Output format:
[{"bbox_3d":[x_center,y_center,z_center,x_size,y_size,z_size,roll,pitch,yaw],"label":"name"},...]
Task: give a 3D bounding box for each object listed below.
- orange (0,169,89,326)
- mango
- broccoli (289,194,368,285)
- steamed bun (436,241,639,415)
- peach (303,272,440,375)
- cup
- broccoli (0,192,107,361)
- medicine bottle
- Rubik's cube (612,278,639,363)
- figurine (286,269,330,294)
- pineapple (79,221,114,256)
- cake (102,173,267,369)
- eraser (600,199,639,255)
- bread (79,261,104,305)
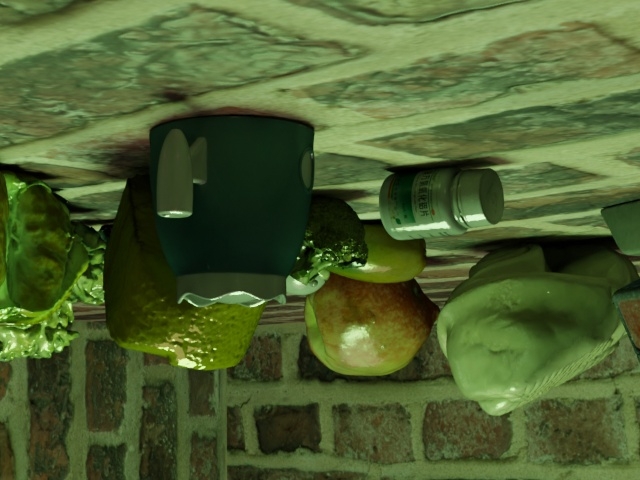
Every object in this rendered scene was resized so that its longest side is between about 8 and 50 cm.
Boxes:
[{"bbox_3d":[-0.383,0.008,1.489,0.158,0.179,0.237,-7,172,20],"label":"orange"},{"bbox_3d":[0.065,0.016,2.009,0.194,0.092,0.130,8,176,6],"label":"mango"},{"bbox_3d":[0.000,0.000,1.723,0.131,0.120,0.130,34,-179,-13],"label":"broccoli"},{"bbox_3d":[0.360,0.128,2.275,0.367,0.255,0.342,-28,165,-23],"label":"steamed bun"},{"bbox_3d":[0.102,0.137,2.453,0.256,0.232,0.232,-10,175,-14],"label":"peach"},{"bbox_3d":[-0.089,-0.023,1.304,0.167,0.173,0.299,-2,173,19],"label":"cup"},{"bbox_3d":[-0.389,0.037,1.701,0.248,0.288,0.245,40,141,-14],"label":"broccoli"},{"bbox_3d":[0.140,-0.044,1.527,0.130,0.080,0.080,-6,171,34],"label":"medicine bottle"},{"bbox_3d":[0.645,0.136,1.825,0.301,0.304,0.305,-24,-177,-20],"label":"Rubik's cube"},{"bbox_3d":[-0.056,0.043,2.202,0.147,0.094,0.197,31,163,-34],"label":"figurine"},{"bbox_3d":[-0.272,0.012,1.897,0.221,0.103,0.083,-4,139,31],"label":"pineapple"},{"bbox_3d":[-0.145,0.035,1.489,0.179,0.156,0.260,11,-153,-18],"label":"cake"},{"bbox_3d":[0.512,-0.026,1.730,0.111,0.077,0.352,2,173,-23],"label":"eraser"},{"bbox_3d":[-0.364,0.052,2.160,0.103,0.110,0.156,-4,175,-18],"label":"bread"}]
